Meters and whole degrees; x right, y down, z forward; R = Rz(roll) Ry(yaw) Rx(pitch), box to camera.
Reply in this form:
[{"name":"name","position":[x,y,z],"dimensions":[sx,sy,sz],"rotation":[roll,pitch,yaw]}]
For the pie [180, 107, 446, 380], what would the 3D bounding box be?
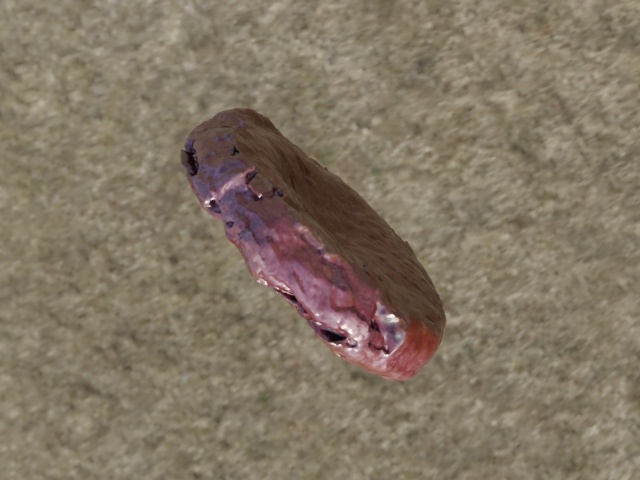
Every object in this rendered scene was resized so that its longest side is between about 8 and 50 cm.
[{"name":"pie","position":[0.000,0.000,0.617],"dimensions":[0.038,0.153,0.153],"rotation":[-43,78,13]}]
